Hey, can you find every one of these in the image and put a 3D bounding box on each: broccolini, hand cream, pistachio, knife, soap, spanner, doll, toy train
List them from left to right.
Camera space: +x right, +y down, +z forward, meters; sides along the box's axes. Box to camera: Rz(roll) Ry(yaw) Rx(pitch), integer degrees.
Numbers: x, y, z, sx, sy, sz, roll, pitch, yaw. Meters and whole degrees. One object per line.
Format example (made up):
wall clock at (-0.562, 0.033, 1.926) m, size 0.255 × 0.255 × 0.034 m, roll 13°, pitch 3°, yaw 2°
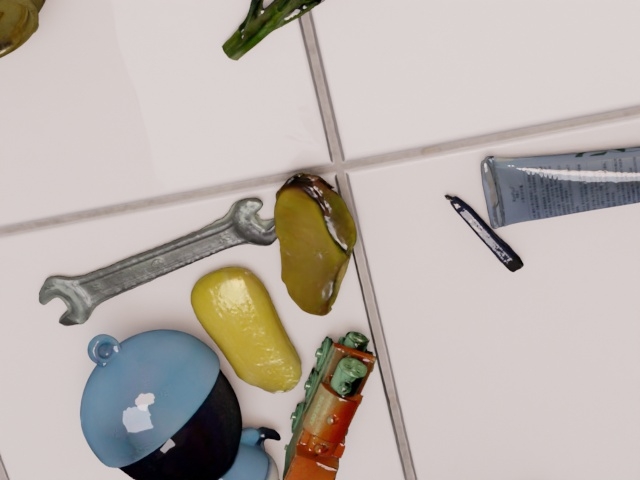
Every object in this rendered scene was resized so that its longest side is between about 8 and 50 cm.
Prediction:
spanner at (-0.187, 0.024, 1.455) m, size 0.302 × 0.017 × 0.071 m, roll -23°, pitch 110°, yaw 14°
doll at (-0.163, 0.219, 1.473) m, size 0.177 × 0.141 × 0.314 m, roll -44°, pitch 119°, yaw -13°
soap at (-0.086, 0.106, 1.474) m, size 0.089 × 0.033 × 0.168 m, roll -20°, pitch 111°, yaw 14°
broccolini at (-0.025, -0.251, 1.301) m, size 0.091 × 0.068 × 0.202 m, roll 28°, pitch 114°, yaw -29°
pistachio at (0.000, 0.000, 1.416) m, size 0.090 × 0.049 × 0.172 m, roll 6°, pitch 119°, yaw 21°
toy train at (0.013, 0.194, 1.460) m, size 0.074 × 0.118 × 0.175 m, roll 20°, pitch 115°, yaw -8°
knife at (0.181, -0.010, 1.412) m, size 0.018 × 0.031 × 0.121 m, roll -39°, pitch 100°, yaw 18°
hand cream at (0.303, -0.066, 1.367) m, size 0.256 × 0.055 × 0.088 m, roll -8°, pitch 120°, yaw 10°

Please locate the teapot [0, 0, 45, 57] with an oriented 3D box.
teapot at (-0.376, -0.271, 1.278) m, size 0.269 × 0.173 × 0.182 m, roll -41°, pitch 69°, yaw 43°
